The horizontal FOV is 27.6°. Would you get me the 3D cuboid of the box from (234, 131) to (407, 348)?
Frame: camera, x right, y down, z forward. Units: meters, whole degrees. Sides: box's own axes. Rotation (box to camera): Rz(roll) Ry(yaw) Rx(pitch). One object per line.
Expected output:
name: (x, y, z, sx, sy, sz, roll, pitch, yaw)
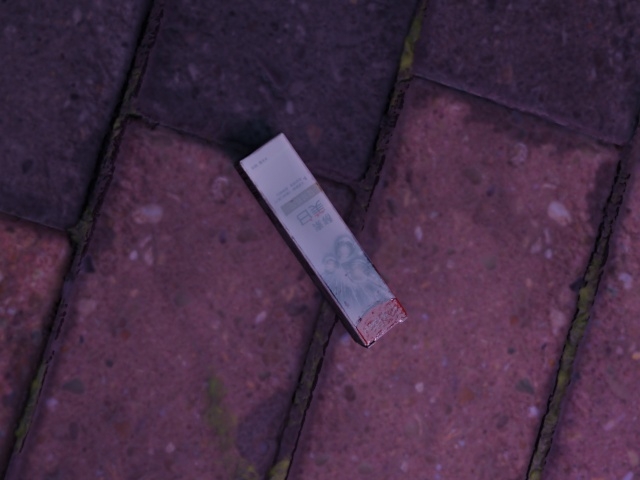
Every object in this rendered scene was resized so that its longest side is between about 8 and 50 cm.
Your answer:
box: (0.000, 0.000, 1.255, 0.055, 0.039, 0.218, -36, 96, -9)
